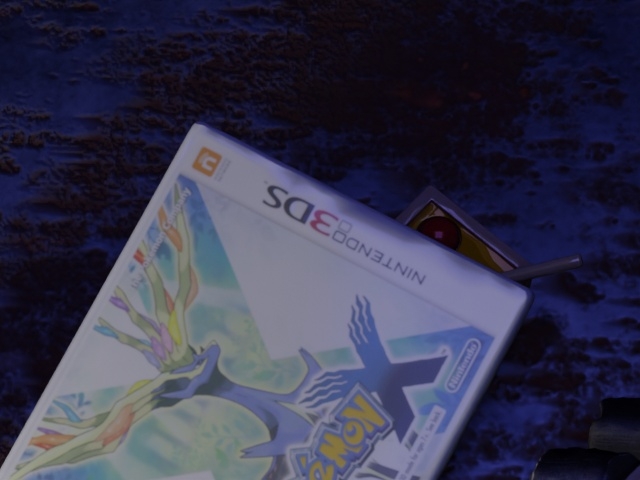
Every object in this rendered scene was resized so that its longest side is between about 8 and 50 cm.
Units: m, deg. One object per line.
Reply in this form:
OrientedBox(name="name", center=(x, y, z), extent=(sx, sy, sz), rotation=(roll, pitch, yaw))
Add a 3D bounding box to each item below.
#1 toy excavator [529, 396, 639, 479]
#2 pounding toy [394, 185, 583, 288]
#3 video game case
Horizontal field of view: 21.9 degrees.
OrientedBox(name="toy excavator", center=(0.263, 0.351, 1.054), extent=(0.222, 0.433, 0.445), rotation=(-4, 97, 27))
OrientedBox(name="pounding toy", center=(0.109, 0.035, 1.302), extent=(0.141, 0.100, 0.130), rotation=(39, 72, 18))
OrientedBox(name="video game case", center=(-0.045, 0.116, 1.254), extent=(0.300, 0.036, 0.329), rotation=(28, 86, 14))
